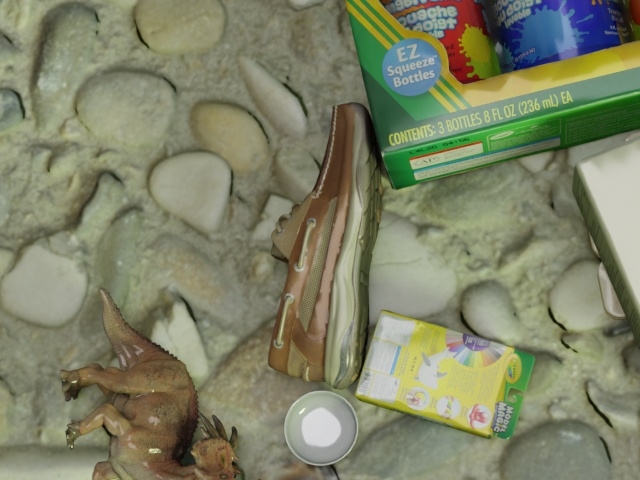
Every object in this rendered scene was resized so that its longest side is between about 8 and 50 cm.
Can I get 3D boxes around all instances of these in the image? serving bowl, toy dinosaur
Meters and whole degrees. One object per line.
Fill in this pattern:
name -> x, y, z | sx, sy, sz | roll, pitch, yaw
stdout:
serving bowl -> 0.002, 0.209, 1.970 | 0.083, 0.027, 0.083 | -2, 78, 8
toy dinosaur -> -0.176, 0.196, 1.957 | 0.200, 0.127, 0.295 | -8, 61, -3

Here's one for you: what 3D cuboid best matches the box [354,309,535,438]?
box -> 0.139, 0.150, 1.958 | 0.179, 0.043, 0.105 | 16, 80, 14

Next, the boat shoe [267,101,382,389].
boat shoe -> 0.000, 0.000, 1.973 | 0.116, 0.123, 0.324 | 4, 76, 11

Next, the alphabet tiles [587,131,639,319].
alphabet tiles -> 0.443, -0.002, 1.960 | 0.284, 0.021, 0.277 | -10, 76, 6

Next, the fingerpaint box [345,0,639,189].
fingerpaint box -> 0.248, -0.298, 1.981 | 0.445, 0.163, 0.371 | -13, 76, 5

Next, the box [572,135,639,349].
box -> 0.379, 0.048, 1.875 | 0.121, 0.148, 0.311 | -22, 79, 3
